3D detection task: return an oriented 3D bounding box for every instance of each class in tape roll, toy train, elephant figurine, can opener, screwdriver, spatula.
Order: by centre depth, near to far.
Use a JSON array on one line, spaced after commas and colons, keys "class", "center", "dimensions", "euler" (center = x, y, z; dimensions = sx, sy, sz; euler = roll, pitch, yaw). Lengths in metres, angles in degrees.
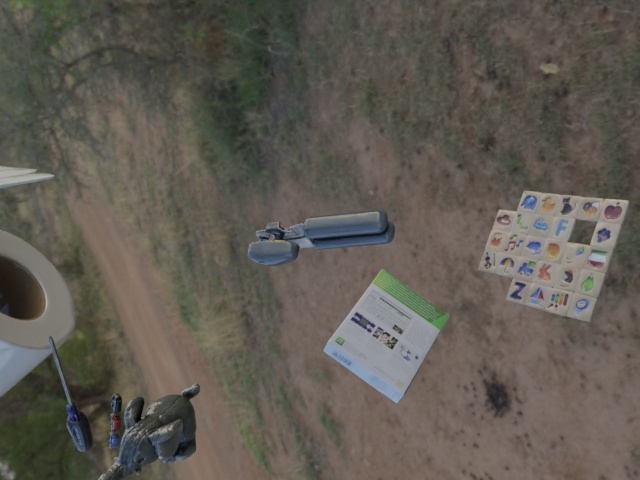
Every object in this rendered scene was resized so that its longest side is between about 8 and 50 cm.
[{"class": "spatula", "center": [-0.419, -0.050, 0.682], "dimensions": [0.168, 0.242, 0.019], "euler": [22, 122, 54]}, {"class": "screwdriver", "center": [-0.273, 0.166, 0.698], "dimensions": [0.025, 0.024, 0.170], "euler": [7, 125, 20]}, {"class": "tape roll", "center": [-0.547, 0.121, 1.043], "dimensions": [0.169, 0.246, 0.246], "euler": [-39, 57, 15]}, {"class": "can opener", "center": [0.000, 0.000, 1.212], "dimensions": [0.074, 0.280, 0.093], "euler": [49, -141, -49]}, {"class": "elephant figurine", "center": [-0.366, 0.424, 1.406], "dimensions": [0.239, 0.169, 0.186], "euler": [38, -143, -74]}, {"class": "toy train", "center": [-0.548, 0.488, 1.741], "dimensions": [0.036, 0.027, 0.158], "euler": [20, 106, 49]}]

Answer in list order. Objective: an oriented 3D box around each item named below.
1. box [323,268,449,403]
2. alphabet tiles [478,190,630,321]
[{"class": "box", "center": [0.183, 0.245, 1.733], "dimensions": [0.232, 0.322, 0.058], "euler": [35, 138, 8]}, {"class": "alphabet tiles", "center": [0.373, 0.015, 1.084], "dimensions": [0.237, 0.009, 0.198], "euler": [14, 82, 54]}]
